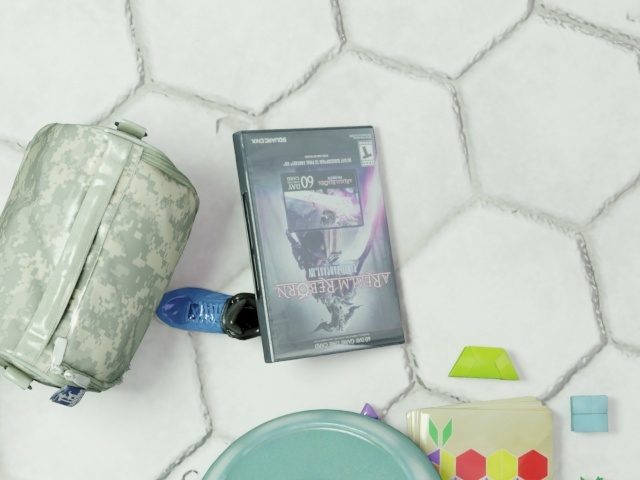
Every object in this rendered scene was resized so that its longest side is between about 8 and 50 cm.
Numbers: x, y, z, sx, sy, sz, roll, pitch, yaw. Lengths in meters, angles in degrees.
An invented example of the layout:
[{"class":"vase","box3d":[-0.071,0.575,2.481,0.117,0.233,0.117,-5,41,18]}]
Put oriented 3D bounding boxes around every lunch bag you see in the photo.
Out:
[{"class":"lunch bag","box3d":[-0.274,0.022,1.663,0.212,0.256,0.305,23,82,-5]}]

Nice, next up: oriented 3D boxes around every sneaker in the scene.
[{"class":"sneaker","box3d":[-0.123,0.085,1.764,0.152,0.084,0.058,11,83,-6]}]

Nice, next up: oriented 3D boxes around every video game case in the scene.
[{"class":"video game case","box3d":[0.000,0.000,1.781,0.196,0.026,0.274,-5,84,-34]}]

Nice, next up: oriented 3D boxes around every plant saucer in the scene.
[{"class":"plant saucer","box3d":[-0.006,0.328,1.698,0.317,0.044,0.318,-4,56,6]}]

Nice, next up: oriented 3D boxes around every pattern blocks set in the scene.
[{"class":"pattern blocks set","box3d":[0.195,0.272,1.818,0.324,0.026,0.285,10,84,-6]}]
